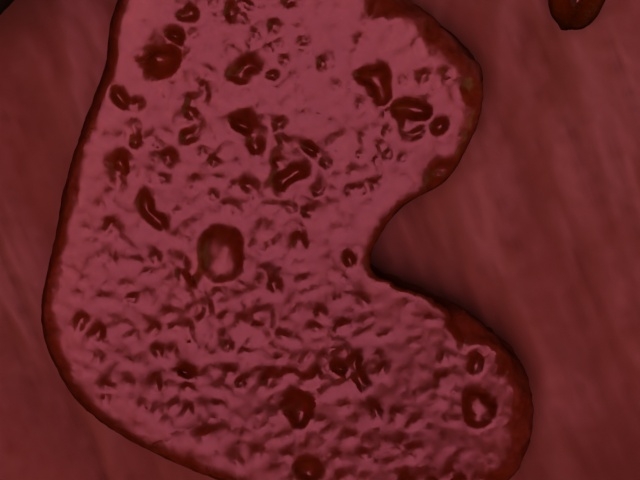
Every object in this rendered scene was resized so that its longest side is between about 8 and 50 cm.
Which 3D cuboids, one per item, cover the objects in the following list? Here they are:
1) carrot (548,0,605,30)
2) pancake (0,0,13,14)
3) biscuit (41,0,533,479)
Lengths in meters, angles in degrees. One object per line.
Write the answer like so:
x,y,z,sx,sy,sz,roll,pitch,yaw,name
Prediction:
0.108,-0.191,0.623,0.043,0.043,0.247,11,105,2,carrot
-0.169,-0.173,0.608,0.236,0.042,0.222,53,132,2,pancake
0.000,0.000,0.674,0.186,0.036,0.192,16,102,-2,biscuit
